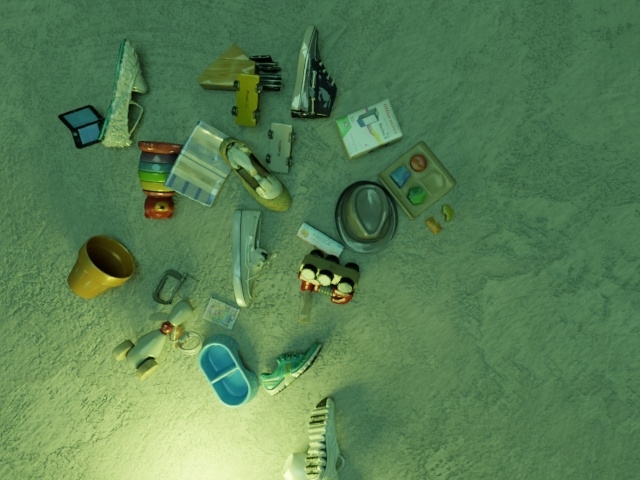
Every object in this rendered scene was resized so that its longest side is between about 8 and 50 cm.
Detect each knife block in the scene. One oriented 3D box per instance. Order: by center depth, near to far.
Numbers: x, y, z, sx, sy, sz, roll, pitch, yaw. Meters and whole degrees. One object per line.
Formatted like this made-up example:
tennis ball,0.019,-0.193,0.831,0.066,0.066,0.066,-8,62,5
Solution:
knife block,-0.285,-0.601,1.883,0.276,0.088,0.242,-41,88,3

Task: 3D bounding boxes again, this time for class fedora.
fedora,0.175,-0.095,1.828,0.244,0.124,0.275,3,84,-3

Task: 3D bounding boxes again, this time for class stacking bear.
stacking bear,-0.604,-0.222,1.882,0.176,0.164,0.288,-2,104,-33

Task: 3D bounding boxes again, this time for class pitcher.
pitcher,-0.023,0.864,1.893,0.207,0.125,0.177,29,72,-8

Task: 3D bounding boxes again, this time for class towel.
towel,-0.430,-0.283,1.865,0.209,0.034,0.284,29,91,-38

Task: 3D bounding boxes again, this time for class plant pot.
plant pot,-0.846,0.116,1.895,0.188,0.205,0.205,-40,88,20

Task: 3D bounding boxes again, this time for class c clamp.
c clamp,-0.575,0.184,1.939,0.137,0.022,0.160,33,85,13

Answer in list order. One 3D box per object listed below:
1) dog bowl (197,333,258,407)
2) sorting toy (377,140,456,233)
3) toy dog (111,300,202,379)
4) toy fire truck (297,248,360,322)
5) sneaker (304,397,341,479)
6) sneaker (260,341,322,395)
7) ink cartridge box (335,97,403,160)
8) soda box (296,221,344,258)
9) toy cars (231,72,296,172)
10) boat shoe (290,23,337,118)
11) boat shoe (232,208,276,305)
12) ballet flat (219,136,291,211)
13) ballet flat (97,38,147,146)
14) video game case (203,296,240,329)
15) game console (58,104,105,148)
dog bowl,-0.361,0.506,1.920,0.166,0.074,0.297,-31,88,4
sorting toy,0.391,-0.190,1.854,0.229,0.041,0.307,-39,88,-5
toy dog,-0.616,0.383,1.919,0.334,0.161,0.220,-25,82,-9
toy fire truck,0.011,0.192,1.869,0.217,0.158,0.246,20,131,4
sneaker,0.021,0.740,1.868,0.118,0.110,0.291,23,62,-30
sneaker,-0.111,0.471,1.892,0.275,0.107,0.110,-39,79,4
ink cartridge box,0.180,-0.409,1.855,0.213,0.093,0.154,-21,89,2
soda box,0.000,0.000,1.892,0.183,0.058,0.062,31,93,2
toy cars,-0.204,-0.437,1.864,0.177,0.087,0.393,-30,106,18
boat shoe,-0.008,-0.615,1.859,0.158,0.127,0.340,10,100,-3
boat shoe,-0.245,0.062,1.884,0.157,0.136,0.366,-1,81,1
ballet flat,-0.237,-0.239,1.839,0.123,0.123,0.348,-42,101,4
ballet flat,-0.740,-0.548,1.910,0.147,0.147,0.408,16,96,3
video game case,-0.385,0.284,1.948,0.122,0.011,0.087,22,92,3
game console,-0.911,-0.436,1.930,0.144,0.085,0.124,-17,90,4
